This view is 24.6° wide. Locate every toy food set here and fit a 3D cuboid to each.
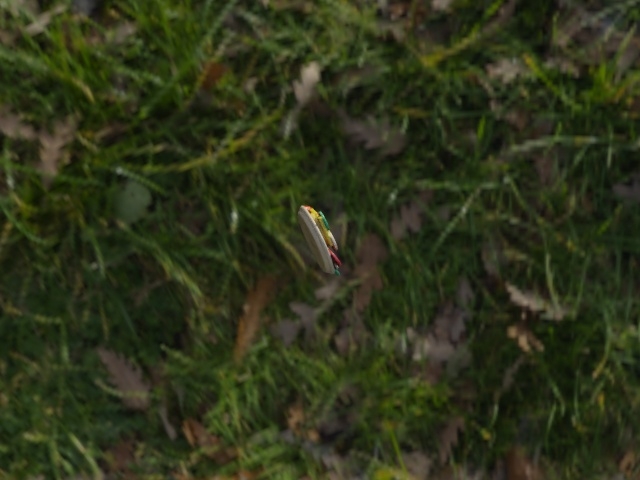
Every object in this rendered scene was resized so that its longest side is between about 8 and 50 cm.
[{"bbox_3d":[0.000,0.000,1.564,0.020,0.083,0.082,-25,20,-8],"label":"toy food set"}]
